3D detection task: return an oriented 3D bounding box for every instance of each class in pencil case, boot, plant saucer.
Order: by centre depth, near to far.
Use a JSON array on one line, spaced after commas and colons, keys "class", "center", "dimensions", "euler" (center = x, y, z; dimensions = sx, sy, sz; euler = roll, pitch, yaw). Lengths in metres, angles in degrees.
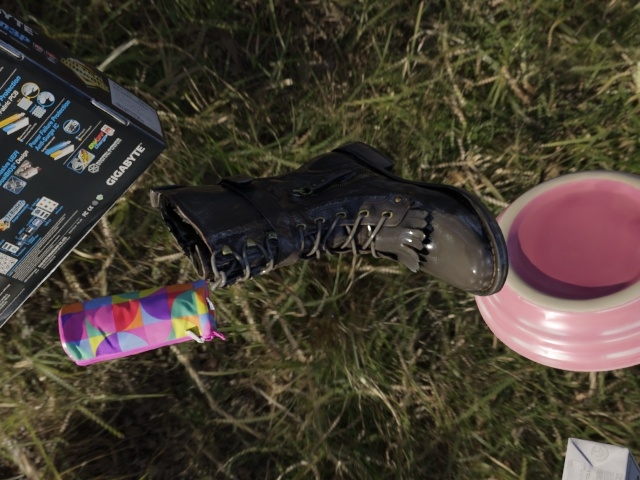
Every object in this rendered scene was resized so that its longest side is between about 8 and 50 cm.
[{"class": "boot", "center": [0.000, 0.000, 0.657], "dimensions": [0.229, 0.263, 0.091], "euler": [-18, 126, -33]}, {"class": "plant saucer", "center": [0.369, 0.019, 1.055], "dimensions": [0.332, 0.084, 0.332], "euler": [-15, 45, 16]}, {"class": "pencil case", "center": [-0.268, 0.123, 1.146], "dimensions": [0.237, 0.104, 0.104], "euler": [-10, 84, -5]}]

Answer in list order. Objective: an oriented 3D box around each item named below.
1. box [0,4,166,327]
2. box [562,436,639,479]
[{"class": "box", "center": [-0.241, -0.043, 0.514], "dimensions": [0.220, 0.175, 0.051], "euler": [-44, 42, 16]}, {"class": "box", "center": [0.451, 0.435, 1.191], "dimensions": [0.087, 0.290, 0.169], "euler": [2, 61, 32]}]
